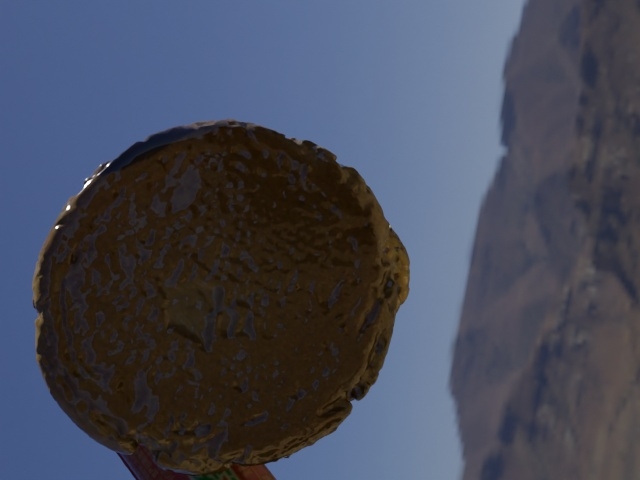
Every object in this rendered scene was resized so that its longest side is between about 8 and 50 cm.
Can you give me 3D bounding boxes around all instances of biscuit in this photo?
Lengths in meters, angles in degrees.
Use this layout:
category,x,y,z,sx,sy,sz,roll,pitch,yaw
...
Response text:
category,x,y,z,sx,sy,sz,roll,pitch,yaw
biscuit,-0.061,0.032,0.843,0.042,0.225,0.226,100,-177,-73

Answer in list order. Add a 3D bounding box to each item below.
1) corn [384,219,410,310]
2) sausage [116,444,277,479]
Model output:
category,x,y,z,sx,sy,sz,roll,pitch,yaw
corn,-0.004,-0.002,1.082,0.313,0.101,0.102,-151,70,-74
sausage,-0.100,0.120,0.910,0.083,0.264,0.083,-37,-15,-11
